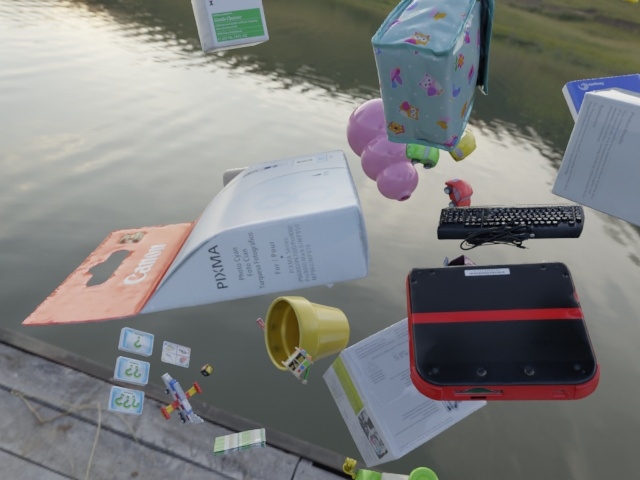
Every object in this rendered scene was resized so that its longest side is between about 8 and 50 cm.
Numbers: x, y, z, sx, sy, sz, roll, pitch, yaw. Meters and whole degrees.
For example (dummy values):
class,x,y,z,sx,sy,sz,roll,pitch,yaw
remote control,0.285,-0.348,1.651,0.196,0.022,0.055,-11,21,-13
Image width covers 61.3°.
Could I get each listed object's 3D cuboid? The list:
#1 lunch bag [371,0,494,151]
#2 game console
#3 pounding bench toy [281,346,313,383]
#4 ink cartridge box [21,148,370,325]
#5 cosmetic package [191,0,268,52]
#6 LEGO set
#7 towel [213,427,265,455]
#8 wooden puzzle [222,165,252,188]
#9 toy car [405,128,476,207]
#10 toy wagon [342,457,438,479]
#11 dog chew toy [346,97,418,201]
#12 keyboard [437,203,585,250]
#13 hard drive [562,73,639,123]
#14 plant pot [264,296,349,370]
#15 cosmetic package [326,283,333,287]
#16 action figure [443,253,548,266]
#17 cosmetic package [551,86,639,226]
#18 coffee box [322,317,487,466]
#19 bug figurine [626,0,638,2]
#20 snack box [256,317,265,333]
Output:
class,x,y,z,sx,sy,sz,roll,pitch,yaw
lunch bag,0.212,-0.325,0.943,0.160,0.223,0.262,17,59,25
game console,0.391,0.193,1.211,0.386,0.060,0.342,-3,45,9
pounding bench toy,-0.049,0.335,1.443,0.083,0.065,0.052,47,-12,-14
ink cartridge box,-0.142,-0.022,0.700,0.384,0.091,0.308,-8,21,2
cosmetic package,-0.311,-0.806,1.719,0.196,0.366,0.155,-19,19,-22
LEGO set,-0.341,0.308,1.217,0.244,0.060,0.183,29,48,-40
towel,-0.237,0.596,1.592,0.151,0.023,0.113,-9,2,-7
wooden puzzle,-0.127,-0.071,1.688,0.321,0.348,0.080,-7,-9,2
toy car,0.317,-0.204,1.383,0.224,0.239,0.053,15,-14,-29
toy wagon,0.207,0.506,1.052,0.344,0.267,0.068,11,59,11
dog chew toy,0.207,-0.275,1.684,0.206,0.206,0.332,-4,65,-32
keyboard,0.257,-0.030,0.738,0.191,0.038,0.100,-2,38,21
hard drive,0.776,-0.280,1.386,0.210,0.040,0.319,-7,67,-4
plant pot,-0.037,0.325,1.923,0.238,0.254,0.254,2,28,-33
cosmetic package,0.000,0.000,1.435,0.183,0.151,0.151,39,8,-6
action figure,0.489,0.190,1.498,0.370,0.248,0.276,22,56,-2
cosmetic package,0.656,-0.125,0.977,0.385,0.217,0.156,32,36,34
coffee box,0.249,0.476,1.729,0.337,0.334,0.338,-21,69,-20
bug figurine,0.426,-0.475,0.891,0.216,0.072,0.279,-33,49,-26
snack box,-0.191,0.384,2.128,0.022,0.064,0.178,-38,80,-14
